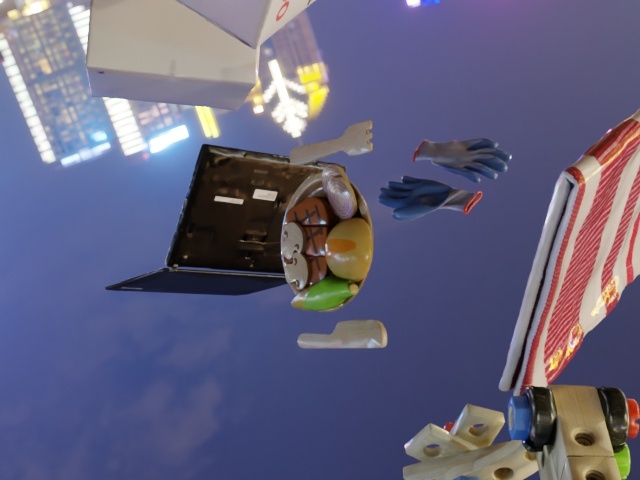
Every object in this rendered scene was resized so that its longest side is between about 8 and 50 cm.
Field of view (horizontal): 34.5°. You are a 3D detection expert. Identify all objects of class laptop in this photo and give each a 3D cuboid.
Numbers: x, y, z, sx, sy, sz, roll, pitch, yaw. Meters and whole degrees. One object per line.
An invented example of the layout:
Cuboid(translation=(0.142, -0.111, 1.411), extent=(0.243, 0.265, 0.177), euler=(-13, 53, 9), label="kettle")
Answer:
Cuboid(translation=(-0.129, -0.016, 1.401), extent=(0.234, 0.264, 0.136), euler=(5, -158, -40), label="laptop")

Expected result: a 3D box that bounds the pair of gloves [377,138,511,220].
Cuboid(translation=(0.180, -0.090, 1.513), extent=(0.159, 0.023, 0.198), euler=(11, -134, 35), label="pair of gloves")

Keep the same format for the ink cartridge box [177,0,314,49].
Cuboid(translation=(-0.001, -0.342, 0.912), extent=(0.131, 0.226, 0.306), euler=(33, -132, 8), label="ink cartridge box")

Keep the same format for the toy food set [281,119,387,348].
Cuboid(translation=(0.000, 0.000, 0.895), extent=(0.038, 0.192, 0.132), euler=(2, 172, -39), label="toy food set")

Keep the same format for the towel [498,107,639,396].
Cuboid(translation=(0.274, -0.020, 0.931), extent=(0.037, 0.237, 0.329), euler=(27, -141, 27), label="towel")

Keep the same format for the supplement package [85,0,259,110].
Cuboid(translation=(-0.177, -0.312, 1.266), extent=(0.199, 0.263, 0.198), euler=(4, 177, -11), label="supplement package")

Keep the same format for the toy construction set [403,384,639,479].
Cuboid(translation=(0.173, 0.234, 0.766), extent=(0.151, 0.215, 0.328), euler=(-8, -141, -11), label="toy construction set")
